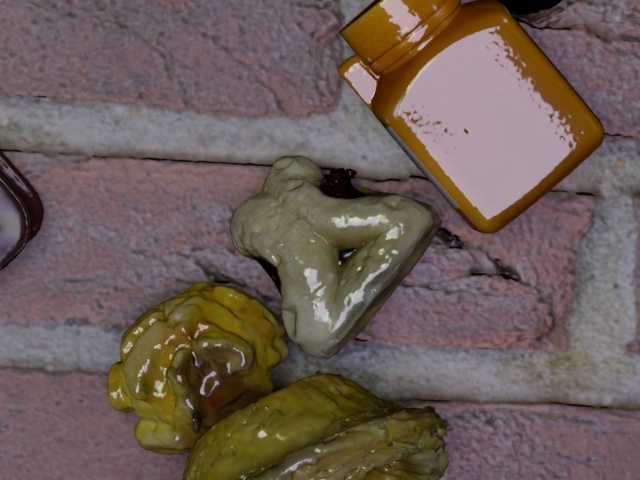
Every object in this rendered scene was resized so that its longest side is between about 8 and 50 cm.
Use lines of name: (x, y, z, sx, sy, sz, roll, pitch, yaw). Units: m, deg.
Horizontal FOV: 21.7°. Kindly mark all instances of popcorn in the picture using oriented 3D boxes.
popcorn: (-0.111, 0.116, 1.492, 0.148, 0.152, 0.167, 33, 96, -38)

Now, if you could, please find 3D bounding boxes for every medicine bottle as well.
medicine bottle: (0.126, -0.132, 1.475, 0.149, 0.112, 0.222, -40, 97, 4)

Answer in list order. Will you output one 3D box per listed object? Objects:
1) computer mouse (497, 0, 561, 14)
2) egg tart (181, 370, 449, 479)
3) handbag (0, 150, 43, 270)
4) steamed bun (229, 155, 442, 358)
computer mouse: (0.206, -0.315, 1.474, 0.147, 0.077, 0.241, 14, 97, -6)
egg tart: (-0.027, 0.209, 1.461, 0.288, 0.288, 0.118, -31, 71, 2)
handbag: (-0.419, -0.021, 1.488, 0.275, 0.084, 0.260, -39, 100, 4)
steamed bun: (0.000, 0.000, 1.487, 0.155, 0.141, 0.172, 39, 92, 7)
